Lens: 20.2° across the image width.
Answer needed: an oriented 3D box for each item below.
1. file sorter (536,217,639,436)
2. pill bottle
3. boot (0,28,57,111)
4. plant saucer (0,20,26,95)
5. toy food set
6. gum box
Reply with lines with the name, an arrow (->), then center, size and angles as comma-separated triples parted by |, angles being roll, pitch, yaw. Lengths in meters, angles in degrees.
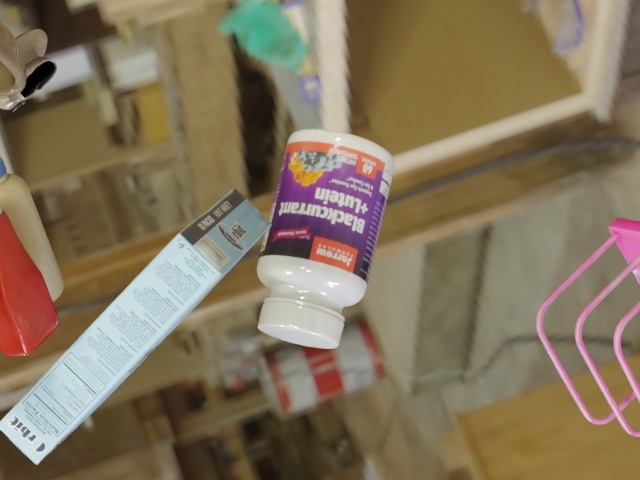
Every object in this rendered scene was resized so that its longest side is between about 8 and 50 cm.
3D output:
file sorter -> 0.415, 0.122, 2.010 | 0.290, 0.182, 0.202 | 13, 141, 57
pill bottle -> 0.000, 0.000, 1.720 | 0.108, 0.108, 0.194 | 122, 161, -76
boot -> -0.305, -0.181, 1.890 | 0.087, 0.118, 0.042 | -2, 139, 50
plant saucer -> -0.396, -0.208, 1.653 | 0.278, 0.277, 0.041 | 127, 164, -77
toy food set -> -0.233, 0.024, 1.090 | 0.111, 0.232, 0.105 | 0, 119, 32
gum box -> -0.122, 0.055, 1.216 | 0.041, 0.184, 0.157 | 45, -164, -1
